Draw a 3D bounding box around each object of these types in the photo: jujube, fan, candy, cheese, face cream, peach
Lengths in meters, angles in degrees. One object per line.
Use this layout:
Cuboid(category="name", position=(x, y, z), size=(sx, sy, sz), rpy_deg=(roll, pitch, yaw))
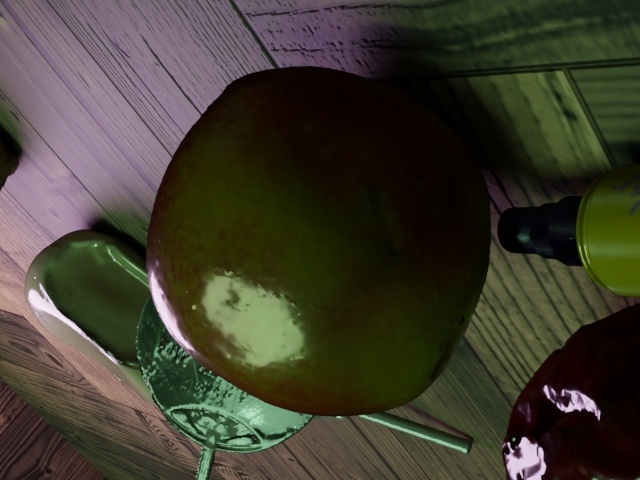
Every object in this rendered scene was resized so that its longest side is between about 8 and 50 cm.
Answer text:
Cuboid(category="jujube", position=(0.233, 0.127, 0.613), size=(0.197, 0.197, 0.290), rpy_deg=(44, 146, -13))
Cuboid(category="fan", position=(-0.130, 0.160, 1.149), size=(0.223, 0.294, 0.012), rpy_deg=(45, -163, 3))
Cuboid(category="candy", position=(-0.005, 0.170, 1.164), size=(0.365, 0.124, 0.124), rpy_deg=(15, 148, 21))
Cuboid(category="cheese", position=(-0.257, 0.102, 1.338), size=(0.266, 0.127, 0.233), rpy_deg=(37, 159, 9))
Cuboid(category="face cream", position=(0.206, -0.006, 0.569), size=(0.273, 0.078, 0.078), rpy_deg=(1, 137, 54))
Cuboid(category="peach", position=(0.000, 0.000, 0.690), size=(0.231, 0.231, 0.231), rpy_deg=(31, 155, 16))

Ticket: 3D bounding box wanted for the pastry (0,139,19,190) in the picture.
Cuboid(category="pastry", position=(-0.472, -0.119, 1.286), size=(0.192, 0.093, 0.182), rpy_deg=(44, 158, -14))
